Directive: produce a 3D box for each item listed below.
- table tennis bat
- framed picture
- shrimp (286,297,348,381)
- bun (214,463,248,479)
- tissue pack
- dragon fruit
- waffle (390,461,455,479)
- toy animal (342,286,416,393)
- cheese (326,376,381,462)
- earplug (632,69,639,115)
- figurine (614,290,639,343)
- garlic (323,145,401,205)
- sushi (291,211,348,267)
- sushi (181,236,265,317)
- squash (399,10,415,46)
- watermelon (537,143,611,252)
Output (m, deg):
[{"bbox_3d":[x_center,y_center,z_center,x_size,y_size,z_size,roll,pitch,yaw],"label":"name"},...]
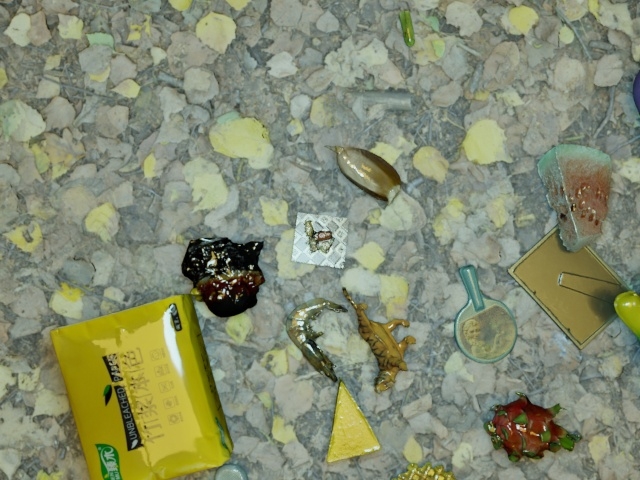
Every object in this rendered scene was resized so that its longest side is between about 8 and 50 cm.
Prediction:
[{"bbox_3d":[0.377,0.172,1.719,0.149,0.038,0.237,-16,90,-1],"label":"table tennis bat"},{"bbox_3d":[0.594,0.103,1.729,0.189,0.023,0.260,-43,88,-2],"label":"framed picture"},{"bbox_3d":[0.017,0.224,1.715,0.148,0.035,0.195,-37,86,-5],"label":"shrimp"},{"bbox_3d":[-0.204,0.554,1.688,0.083,0.045,0.083,0,84,1],"label":"bun"},{"bbox_3d":[-0.383,0.332,1.607,0.294,0.228,0.381,-16,89,-3],"label":"tissue pack"},{"bbox_3d":[0.489,0.428,1.657,0.236,0.137,0.135,8,50,-1],"label":"dragon fruit"},{"bbox_3d":[0.238,0.604,1.693,0.191,0.038,0.191,0,88,0],"label":"waffle"},{"bbox_3d":[0.126,0.213,1.694,0.116,0.114,0.255,-37,81,41],"label":"toy animal"},{"bbox_3d":[0.059,0.402,1.674,0.126,0.093,0.171,-12,87,2],"label":"cheese"},{"bbox_3d":[0.868,-0.219,1.664,0.215,0.215,0.455,-23,84,-2],"label":"earplug"},{"bbox_3d":[0.825,0.209,1.626,0.324,0.231,0.339,-6,92,4],"label":"figurine"},{"bbox_3d":[0.098,-0.165,1.685,0.198,0.128,0.090,40,103,-1],"label":"garlic"},{"bbox_3d":[0.000,0.000,1.729,0.126,0.026,0.120,7,84,-4],"label":"sushi"},{"bbox_3d":[-0.212,0.091,1.659,0.172,0.153,0.150,-2,66,-20],"label":"sushi"},{"bbox_3d":[0.209,-0.506,1.755,0.028,0.027,0.083,-12,87,-1],"label":"squash"},{"bbox_3d":[0.600,-0.094,1.703,0.154,0.094,0.241,2,79,-11],"label":"watermelon"}]
